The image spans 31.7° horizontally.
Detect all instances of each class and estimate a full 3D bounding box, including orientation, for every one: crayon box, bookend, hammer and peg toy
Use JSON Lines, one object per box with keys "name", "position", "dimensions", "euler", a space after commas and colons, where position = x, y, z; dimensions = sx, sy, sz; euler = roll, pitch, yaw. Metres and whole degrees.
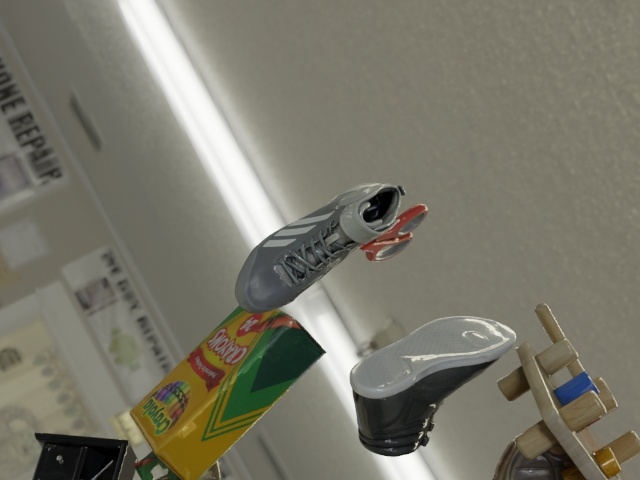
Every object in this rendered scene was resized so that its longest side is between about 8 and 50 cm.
{"name": "crayon box", "position": [-0.159, 0.227, 1.641], "dimensions": [0.081, 0.318, 0.202], "euler": [49, -10, -20]}
{"name": "bookend", "position": [-0.382, 0.388, 1.751], "dimensions": [0.072, 0.157, 0.156], "euler": [81, 16, -52]}
{"name": "hammer and peg toy", "position": [0.361, 0.263, 1.617], "dimensions": [0.266, 0.127, 0.361], "euler": [52, 11, -14]}

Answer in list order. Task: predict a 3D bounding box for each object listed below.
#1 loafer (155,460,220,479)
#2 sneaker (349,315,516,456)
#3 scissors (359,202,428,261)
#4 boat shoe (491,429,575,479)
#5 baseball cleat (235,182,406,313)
{"name": "loafer", "position": [-0.218, 0.383, 1.740], "dimensions": [0.050, 0.148, 0.056], "euler": [55, -2, 25]}
{"name": "sneaker", "position": [0.159, 0.212, 1.629], "dimensions": [0.104, 0.295, 0.147], "euler": [34, -48, 43]}
{"name": "scissors", "position": [0.059, 0.008, 1.582], "dimensions": [0.021, 0.297, 0.109], "euler": [48, -56, 17]}
{"name": "boat shoe", "position": [0.272, 0.416, 1.590], "dimensions": [0.123, 0.325, 0.116], "euler": [22, 6, -7]}
{"name": "baseball cleat", "position": [0.000, 0.000, 1.168], "dimensions": [0.072, 0.206, 0.109], "euler": [51, -17, -8]}
